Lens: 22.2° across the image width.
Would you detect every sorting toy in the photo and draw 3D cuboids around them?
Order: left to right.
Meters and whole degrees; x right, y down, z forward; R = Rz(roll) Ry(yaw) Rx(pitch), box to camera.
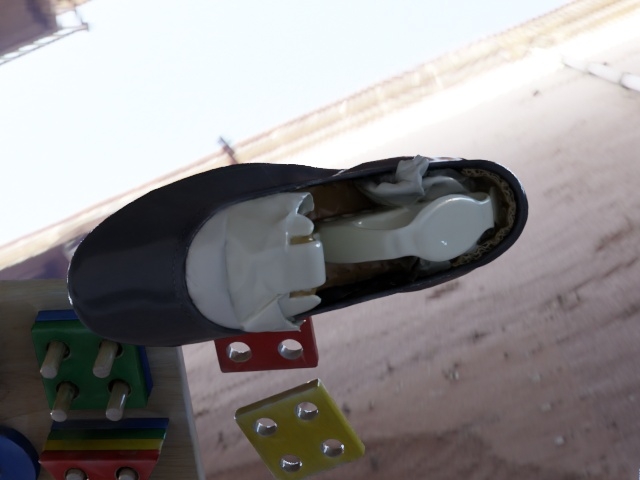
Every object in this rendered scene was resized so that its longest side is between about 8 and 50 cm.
[{"bbox_3d":[-0.120,0.084,0.757,0.274,0.046,0.132,-2,-58,8],"label":"sorting toy"}]

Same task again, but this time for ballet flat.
[{"bbox_3d":[0.000,0.000,0.662,0.203,0.074,0.074,-11,-80,-28],"label":"ballet flat"}]
